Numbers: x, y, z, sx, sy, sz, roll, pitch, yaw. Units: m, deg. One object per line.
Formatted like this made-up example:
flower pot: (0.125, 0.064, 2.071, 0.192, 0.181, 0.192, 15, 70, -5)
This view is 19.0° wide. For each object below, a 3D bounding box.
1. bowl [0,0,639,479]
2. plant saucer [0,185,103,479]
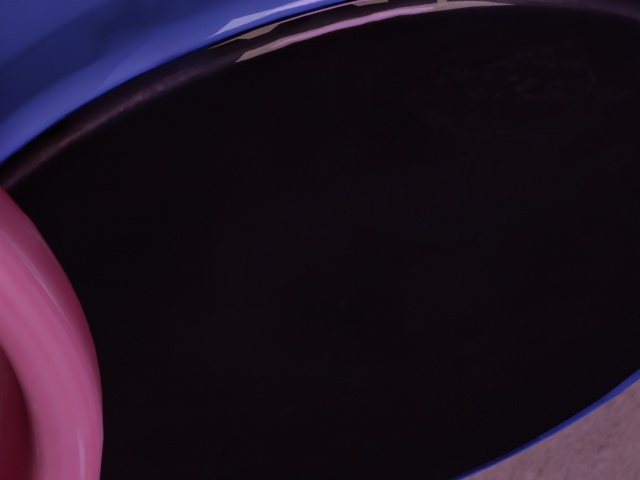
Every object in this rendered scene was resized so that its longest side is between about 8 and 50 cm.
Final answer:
bowl: (0.000, 0.000, 0.724, 0.391, 0.077, 0.391, -14, 148, -9)
plant saucer: (-0.230, 0.035, 0.553, 0.332, 0.084, 0.332, -4, 137, -4)
